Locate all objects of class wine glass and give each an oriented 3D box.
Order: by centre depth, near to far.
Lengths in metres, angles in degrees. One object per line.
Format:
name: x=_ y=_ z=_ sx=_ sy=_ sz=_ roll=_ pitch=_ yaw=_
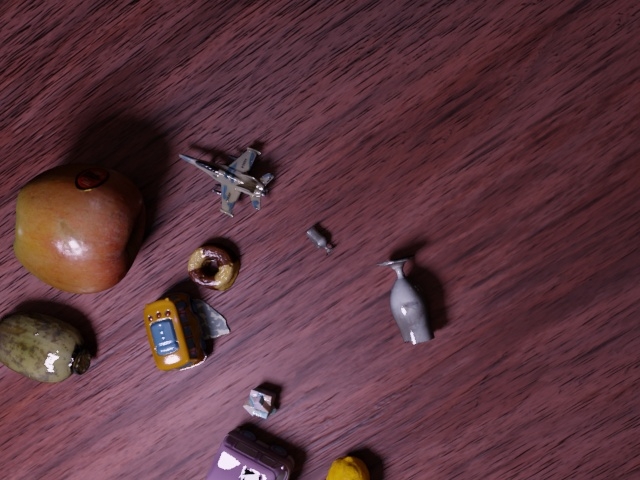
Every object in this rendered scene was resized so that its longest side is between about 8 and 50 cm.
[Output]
wine glass: x=0.220 y=0.150 z=1.570 sx=0.103 sy=0.103 sz=0.222 roll=-17 pitch=88 yaw=9
wine glass: x=0.000 y=0.000 z=1.634 sx=0.039 sy=0.042 sz=0.083 roll=-40 pitch=82 yaw=-22

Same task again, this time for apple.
apple: x=-0.614 y=-0.044 z=1.575 sx=0.305 sy=0.338 sz=0.338 roll=15 pitch=93 yaw=-5

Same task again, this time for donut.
donut: x=-0.290 y=0.072 z=1.673 sx=0.140 sy=0.059 sz=0.140 roll=0 pitch=88 yaw=7

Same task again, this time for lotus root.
lotus root: x=-0.785 y=0.288 z=1.707 sx=0.309 sy=0.173 sz=0.173 roll=14 pitch=93 yaw=15

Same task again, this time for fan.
fan: x=-0.364 y=0.225 z=1.709 sx=0.240 sy=0.009 sz=0.131 roll=2 pitch=91 yaw=9

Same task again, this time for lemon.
lemon: x=0.070 y=0.627 z=1.596 sx=0.114 sy=0.114 sz=0.155 roll=6 pitch=96 yaw=9

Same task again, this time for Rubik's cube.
Rubik's cube: x=-0.160 y=0.434 z=1.646 sx=0.075 sy=0.084 sz=0.073 roll=16 pitch=89 yaw=25

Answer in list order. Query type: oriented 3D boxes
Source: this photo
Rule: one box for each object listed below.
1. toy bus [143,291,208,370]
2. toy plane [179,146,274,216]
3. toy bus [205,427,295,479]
toy bus: x=-0.390 y=0.243 z=1.640 sx=0.126 sy=0.136 sz=0.209 roll=-17 pitch=85 yaw=8
toy plane: x=-0.255 y=-0.176 z=1.655 sx=0.262 sy=0.088 sz=0.192 roll=24 pitch=89 yaw=18
toy bus: x=-0.181 y=0.600 z=1.618 sx=0.202 sy=0.142 sz=0.142 roll=25 pitch=94 yaw=8
